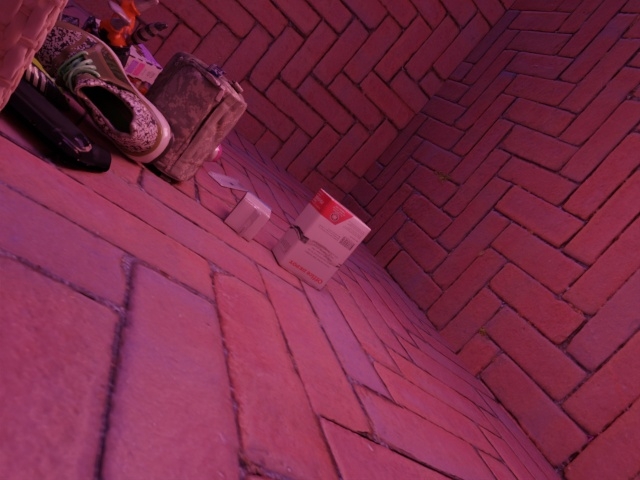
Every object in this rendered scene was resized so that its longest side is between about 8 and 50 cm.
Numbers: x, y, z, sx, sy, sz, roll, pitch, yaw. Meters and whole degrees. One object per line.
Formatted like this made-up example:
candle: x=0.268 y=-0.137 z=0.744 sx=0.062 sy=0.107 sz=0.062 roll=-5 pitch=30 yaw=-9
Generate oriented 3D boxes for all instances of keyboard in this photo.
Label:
keyboard: x=-0.331 y=-0.211 z=1.753 sx=0.072 sy=0.014 sz=0.256 roll=48 pitch=10 yaw=7

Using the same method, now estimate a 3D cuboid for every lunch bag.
lunch bag: x=-0.343 y=-0.323 z=1.281 sx=0.212 sy=0.305 sz=0.256 roll=33 pitch=11 yaw=-42

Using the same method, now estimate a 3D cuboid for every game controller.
game controller: x=-0.539 y=-0.246 z=0.912 sx=0.319 sy=0.067 sz=0.166 roll=42 pitch=-6 yaw=2

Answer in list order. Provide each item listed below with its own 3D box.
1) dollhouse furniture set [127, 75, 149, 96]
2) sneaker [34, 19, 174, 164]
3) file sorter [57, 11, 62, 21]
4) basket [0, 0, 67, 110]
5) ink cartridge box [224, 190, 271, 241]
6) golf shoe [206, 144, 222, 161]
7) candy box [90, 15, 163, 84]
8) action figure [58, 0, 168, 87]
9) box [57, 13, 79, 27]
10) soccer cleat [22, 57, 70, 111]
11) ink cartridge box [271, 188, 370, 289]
dollhouse furniture set: x=-0.690 y=-0.555 z=1.636 sx=0.262 sy=0.135 sz=0.259 roll=38 pitch=21 yaw=-21
sneaker: x=-0.508 y=-0.356 z=1.084 sx=0.410 sy=0.158 sz=0.182 roll=44 pitch=-1 yaw=-2
file sorter: x=-0.755 y=-0.602 z=1.109 sx=0.277 sy=0.173 sz=0.193 roll=44 pitch=35 yaw=12
basket: x=-0.524 y=-0.366 z=0.603 sx=0.328 sy=0.331 sz=0.266 roll=26 pitch=25 yaw=-46
ink cartridge box: x=-0.200 y=-0.068 z=1.340 sx=0.090 sy=0.092 sz=0.143 roll=39 pitch=8 yaw=-11
golf shoe: x=-0.472 y=-0.365 z=1.642 sx=0.306 sy=0.115 sz=0.140 roll=37 pitch=17 yaw=17
candy box: x=-0.630 y=-0.601 z=1.536 sx=0.165 sy=0.070 sz=0.196 roll=51 pitch=20 yaw=15
action figure: x=-0.571 y=-0.503 z=1.294 sx=0.178 sy=0.330 sz=0.341 roll=29 pitch=45 yaw=-31
box: x=-0.788 y=-0.612 z=1.349 sx=0.183 sy=0.056 sz=0.231 roll=5 pitch=24 yaw=-23
soccer cleat: x=-0.616 y=-0.346 z=1.036 sx=0.060 sy=0.072 sz=0.179 roll=32 pitch=-21 yaw=42
ink cartridge box: x=0.000 y=0.000 z=1.400 sx=0.172 sy=0.237 sz=0.100 roll=36 pitch=8 yaw=-32
